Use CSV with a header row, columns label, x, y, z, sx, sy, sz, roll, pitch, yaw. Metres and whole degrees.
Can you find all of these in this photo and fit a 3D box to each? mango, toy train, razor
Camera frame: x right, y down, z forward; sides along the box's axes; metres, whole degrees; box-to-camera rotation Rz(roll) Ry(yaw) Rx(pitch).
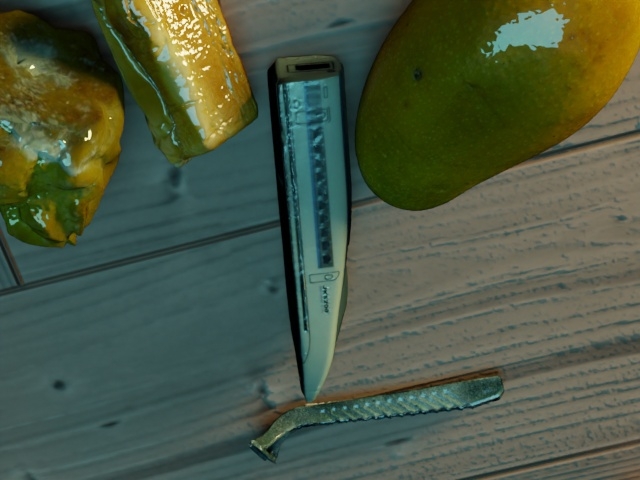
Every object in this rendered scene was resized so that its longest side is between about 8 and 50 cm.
label,x,y,z,sx,sy,sz,roll,pitch,yaw
mango,0.104,-0.104,0.864,0.136,0.099,0.227,33,121,-22
toy train,-0.001,0.000,0.940,0.048,0.055,0.252,-7,117,-6
razor,0.041,0.124,1.014,0.190,0.033,0.066,-14,161,5

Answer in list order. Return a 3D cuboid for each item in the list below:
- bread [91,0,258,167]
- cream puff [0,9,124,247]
label,x,y,z,sx,sy,sz,roll,pitch,yaw
bread,-0.090,-0.116,0.867,0.053,0.074,0.132,5,130,44
cream puff,-0.192,-0.068,0.868,0.146,0.146,0.116,17,133,-8
